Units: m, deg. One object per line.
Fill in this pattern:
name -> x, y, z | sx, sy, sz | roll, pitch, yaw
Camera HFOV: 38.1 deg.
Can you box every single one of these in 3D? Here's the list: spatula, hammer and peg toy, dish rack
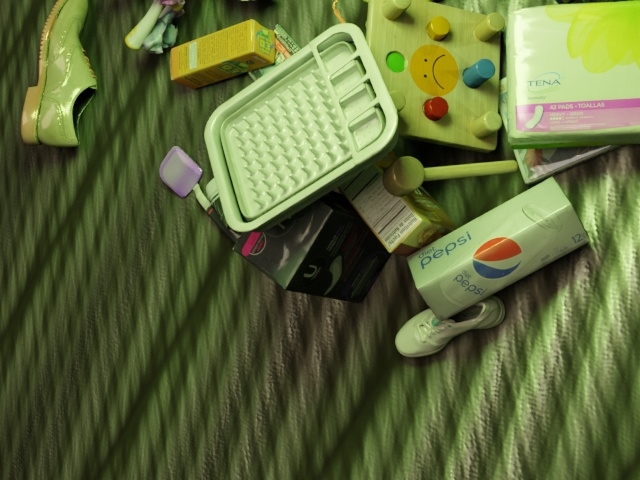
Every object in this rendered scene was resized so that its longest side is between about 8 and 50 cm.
spatula -> -0.245, -0.082, 1.974 | 0.084, 0.030, 0.296 | -51, 62, 16
hammer and peg toy -> 0.197, -0.239, 1.605 | 0.127, 0.265, 0.361 | 152, 123, -68
dish rack -> -0.028, -0.176, 1.534 | 0.332, 0.072, 0.286 | -31, 54, 17

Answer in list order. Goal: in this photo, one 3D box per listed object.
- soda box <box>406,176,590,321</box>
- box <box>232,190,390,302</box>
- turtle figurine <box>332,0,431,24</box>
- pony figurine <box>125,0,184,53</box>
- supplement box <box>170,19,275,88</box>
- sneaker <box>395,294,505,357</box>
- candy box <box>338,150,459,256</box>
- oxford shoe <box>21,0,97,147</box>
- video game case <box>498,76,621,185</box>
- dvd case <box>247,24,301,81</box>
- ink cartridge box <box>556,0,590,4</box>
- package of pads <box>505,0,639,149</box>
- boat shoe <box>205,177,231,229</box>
soda box -> 0.293, 0.015, 1.549 | 0.286, 0.091, 0.098 | -29, 32, 12
box -> 0.000, 0.000, 1.674 | 0.143, 0.270, 0.165 | 36, 100, 30
turtle figurine -> 0.178, -0.436, 1.745 | 0.269, 0.087, 0.217 | 34, 97, 8
pony figurine -> -0.306, -0.579, 1.976 | 0.363, 0.302, 0.351 | -48, 52, 33
supplement box -> -0.209, -0.391, 1.962 | 0.233, 0.078, 0.080 | -13, 73, 34
sneaker -> 0.212, 0.144, 1.629 | 0.212, 0.094, 0.080 | -27, 71, 25
candy box -> 0.103, -0.105, 1.680 | 0.087, 0.183, 0.316 | -47, 62, 18
oxford shoe -> -0.590, -0.403, 2.197 | 0.146, 0.140, 0.397 | 10, 82, 1
video game case -> 0.410, -0.221, 1.608 | 0.183, 0.023, 0.201 | -24, 71, 26
dvd case -> -0.102, -0.381, 1.945 | 0.119, 0.013, 0.087 | -47, 62, 16
ink cartridge box -> 0.341, -0.565, 1.557 | 0.151, 0.270, 0.395 | -46, 63, 19
package of pads -> 0.452, -0.272, 1.505 | 0.296, 0.101, 0.229 | -1, 82, 14
boat shoe -> -0.086, -0.136, 1.853 | 0.335, 0.121, 0.119 | -36, 74, 33
